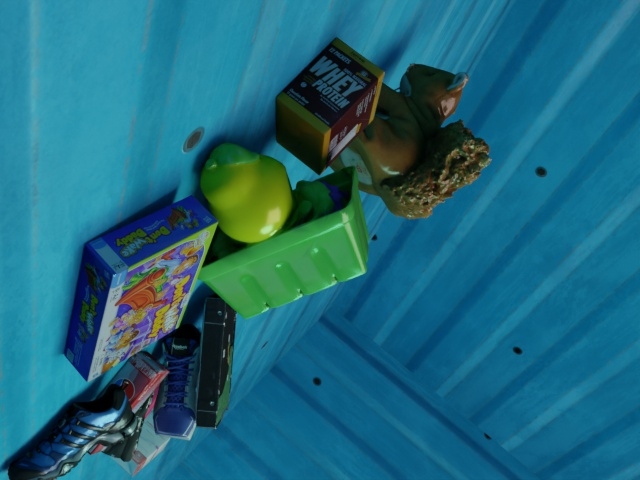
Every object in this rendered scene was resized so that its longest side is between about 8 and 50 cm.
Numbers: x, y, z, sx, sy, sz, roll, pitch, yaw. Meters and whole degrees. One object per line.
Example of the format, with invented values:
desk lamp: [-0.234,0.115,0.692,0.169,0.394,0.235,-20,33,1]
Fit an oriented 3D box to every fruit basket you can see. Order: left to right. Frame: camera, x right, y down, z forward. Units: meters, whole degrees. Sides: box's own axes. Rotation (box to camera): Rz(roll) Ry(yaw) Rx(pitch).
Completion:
fruit basket: [-0.107,-0.057,1.433,0.392,0.392,0.283,-56,-171,25]

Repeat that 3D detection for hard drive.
hard drive: [-0.280,0.315,1.919,0.237,0.064,0.339,-22,116,-89]

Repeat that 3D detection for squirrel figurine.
squirrel figurine: [0.257,-0.269,1.835,0.370,0.397,0.281,-39,162,-17]

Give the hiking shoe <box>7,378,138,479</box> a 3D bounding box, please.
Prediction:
hiking shoe: [-0.567,0.432,1.599,0.304,0.113,0.132,-26,116,-40]

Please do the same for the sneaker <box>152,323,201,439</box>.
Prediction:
sneaker: [-0.380,0.351,1.876,0.182,0.127,0.315,91,5,-53]

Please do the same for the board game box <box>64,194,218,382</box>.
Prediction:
board game box: [-0.341,0.094,1.322,0.233,0.078,0.347,-32,159,-42]

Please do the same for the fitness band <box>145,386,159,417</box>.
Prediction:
fitness band: [-0.537,0.487,2.010,0.291,0.054,0.209,-53,172,15]

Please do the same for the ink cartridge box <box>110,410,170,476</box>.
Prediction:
ink cartridge box: [-0.561,0.637,2.231,0.067,0.115,0.198,-58,167,29]

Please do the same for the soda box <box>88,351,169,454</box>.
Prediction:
soda box: [-0.502,0.404,1.768,0.263,0.083,0.092,-50,170,-2]

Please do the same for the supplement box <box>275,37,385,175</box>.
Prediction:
supplement box: [0.017,-0.280,1.498,0.194,0.129,0.191,-48,169,-17]

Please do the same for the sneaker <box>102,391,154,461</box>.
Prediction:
sneaker: [-0.502,0.440,1.844,0.101,0.106,0.267,168,-60,-77]
